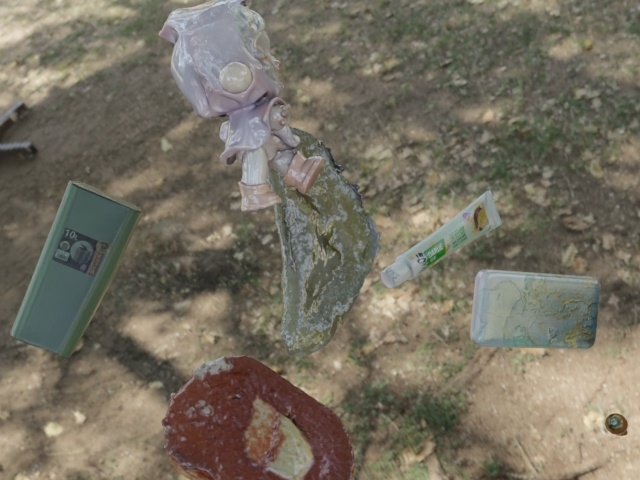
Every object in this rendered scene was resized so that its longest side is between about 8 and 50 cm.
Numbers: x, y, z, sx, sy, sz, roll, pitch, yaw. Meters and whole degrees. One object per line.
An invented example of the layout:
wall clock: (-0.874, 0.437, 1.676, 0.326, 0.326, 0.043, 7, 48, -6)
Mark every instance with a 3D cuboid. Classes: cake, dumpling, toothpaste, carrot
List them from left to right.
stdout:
cake: (-0.084, 0.280, 1.121, 0.282, 0.151, 0.177, 27, 66, 7)
dumpling: (-0.005, 0.001, 1.170, 0.086, 0.166, 0.332, -21, 69, 59)
toothpaste: (0.242, 0.003, 1.581, 0.314, 0.058, 0.056, -32, 62, -28)
carrot: (0.484, 0.302, 1.313, 0.035, 0.142, 0.035, -8, 69, 21)

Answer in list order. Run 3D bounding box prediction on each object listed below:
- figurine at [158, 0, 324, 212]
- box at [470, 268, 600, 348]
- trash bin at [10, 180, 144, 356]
figurine: (-0.099, -0.174, 1.011, 0.133, 0.276, 0.200, -23, 3, 12)
box: (0.408, 0.132, 1.519, 0.044, 0.284, 0.142, -175, 90, -66)
trash bin: (-0.518, 0.059, 1.737, 0.223, 0.158, 0.344, -164, 96, -79)
